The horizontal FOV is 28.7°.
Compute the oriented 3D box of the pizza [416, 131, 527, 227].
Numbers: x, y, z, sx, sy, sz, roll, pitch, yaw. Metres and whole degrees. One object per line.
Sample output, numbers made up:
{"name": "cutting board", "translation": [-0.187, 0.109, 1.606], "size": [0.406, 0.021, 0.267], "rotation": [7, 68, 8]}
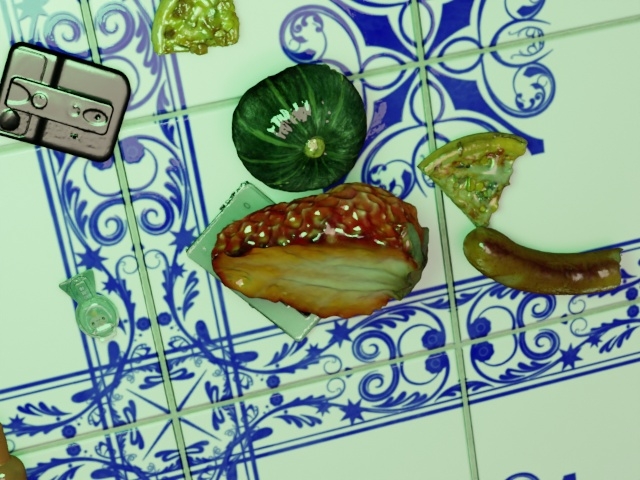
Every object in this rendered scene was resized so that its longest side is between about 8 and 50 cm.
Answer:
{"name": "pizza", "translation": [0.248, -0.091, 2.054], "size": [0.185, 0.036, 0.176], "rotation": [-4, 109, -12]}

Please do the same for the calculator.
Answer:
{"name": "calculator", "translation": [-0.075, 0.039, 2.026], "size": [0.262, 0.021, 0.161], "rotation": [39, 96, -21]}

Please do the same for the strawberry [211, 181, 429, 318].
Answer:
{"name": "strawberry", "translation": [0.000, 0.000, 1.937], "size": [0.336, 0.149, 0.265], "rotation": [2, 150, -1]}

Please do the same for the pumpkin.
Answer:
{"name": "pumpkin", "translation": [-0.031, -0.172, 1.900], "size": [0.211, 0.152, 0.211], "rotation": [-15, 124, -23]}

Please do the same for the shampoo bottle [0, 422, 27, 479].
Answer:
{"name": "shampoo bottle", "translation": [-0.510, 0.404, 2.009], "size": [0.085, 0.085, 0.244], "rotation": [-11, 108, -10]}

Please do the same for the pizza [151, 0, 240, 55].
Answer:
{"name": "pizza", "translation": [-0.172, -0.338, 1.865], "size": [0.134, 0.046, 0.175], "rotation": [25, 100, -20]}

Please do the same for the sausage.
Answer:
{"name": "sausage", "translation": [0.375, 0.042, 2.105], "size": [0.302, 0.076, 0.103], "rotation": [7, 115, -17]}

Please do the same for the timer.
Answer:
{"name": "timer", "translation": [-0.383, -0.203, 1.853], "size": [0.187, 0.055, 0.144], "rotation": [15, 103, -18]}

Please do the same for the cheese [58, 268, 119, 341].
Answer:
{"name": "cheese", "translation": [-0.361, 0.106, 1.975], "size": [0.067, 0.026, 0.120], "rotation": [-27, 111, -4]}
